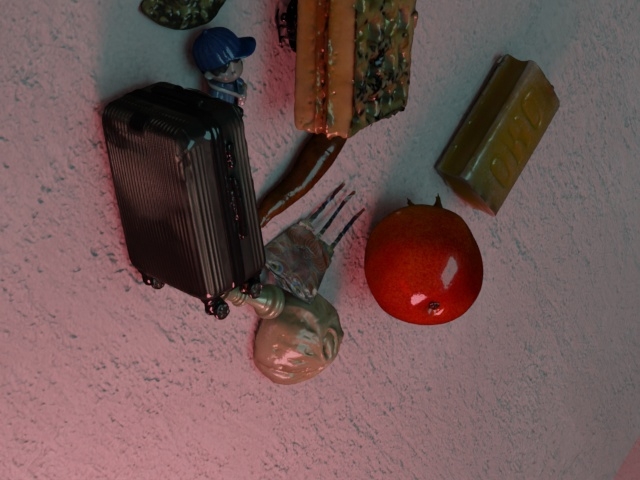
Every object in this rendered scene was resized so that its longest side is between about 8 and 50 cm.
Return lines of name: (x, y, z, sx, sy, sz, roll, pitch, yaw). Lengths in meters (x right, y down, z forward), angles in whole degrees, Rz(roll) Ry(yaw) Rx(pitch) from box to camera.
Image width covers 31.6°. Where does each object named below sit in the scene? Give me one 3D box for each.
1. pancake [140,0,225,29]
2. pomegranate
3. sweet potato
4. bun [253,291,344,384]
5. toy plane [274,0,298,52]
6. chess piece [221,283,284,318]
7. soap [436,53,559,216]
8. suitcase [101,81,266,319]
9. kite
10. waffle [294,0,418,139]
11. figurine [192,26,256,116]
pancake: (-0.186, -0.384, 1.579, 0.190, 0.020, 0.184, -44, 135, -28)
pomegranate: (0.186, 0.031, 2.044, 0.256, 0.221, 0.221, -79, 154, -43)
sweet potato: (-0.019, -0.119, 1.858, 0.264, 0.057, 0.057, -54, 138, -14)
bun: (-0.027, 0.176, 1.944, 0.183, 0.102, 0.183, -22, 123, -38)
toy plane: (-0.028, -0.361, 1.745, 0.078, 0.053, 0.197, -38, 133, -42)
chess piece: (-0.127, 0.088, 1.831, 0.149, 0.059, 0.059, 18, 93, -46)
soap: (0.349, -0.203, 2.202, 0.274, 0.089, 0.173, -59, 140, -10)
suitcase: (-0.188, -0.058, 1.581, 0.128, 0.202, 0.312, -31, 128, -36)
kite: (-0.002, 0.000, 1.929, 0.229, 0.016, 0.127, -47, 108, -28)
waffle: (0.060, -0.360, 1.738, 0.261, 0.114, 0.376, -37, 135, -58)
figurine: (-0.141, -0.243, 1.657, 0.086, 0.087, 0.149, -54, 156, -43)
